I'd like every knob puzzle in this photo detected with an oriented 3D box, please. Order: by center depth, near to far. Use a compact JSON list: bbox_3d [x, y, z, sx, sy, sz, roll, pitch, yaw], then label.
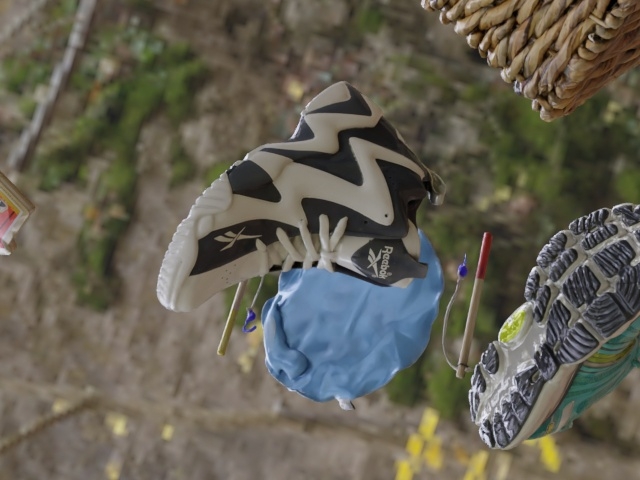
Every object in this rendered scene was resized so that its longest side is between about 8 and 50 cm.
[{"bbox_3d":[-0.382,-0.052,1.908,0.030,0.213,0.213,-47,-28,-32],"label":"knob puzzle"}]

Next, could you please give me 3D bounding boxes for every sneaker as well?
[{"bbox_3d":[0.000,0.000,1.431,0.235,0.153,0.094,-42,-19,-31],"label":"sneaker"},{"bbox_3d":[0.223,0.070,1.579,0.110,0.107,0.275,0,-40,-35],"label":"sneaker"}]

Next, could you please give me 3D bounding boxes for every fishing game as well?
[{"bbox_3d":[0.032,0.064,1.706,0.041,0.264,0.189,41,-125,-50],"label":"fishing game"}]

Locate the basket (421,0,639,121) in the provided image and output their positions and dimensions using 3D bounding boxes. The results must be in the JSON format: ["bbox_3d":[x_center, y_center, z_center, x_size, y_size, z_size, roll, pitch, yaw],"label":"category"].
[{"bbox_3d":[0.209,-0.268,1.406,0.299,0.223,0.213,-32,-20,-41],"label":"basket"}]
